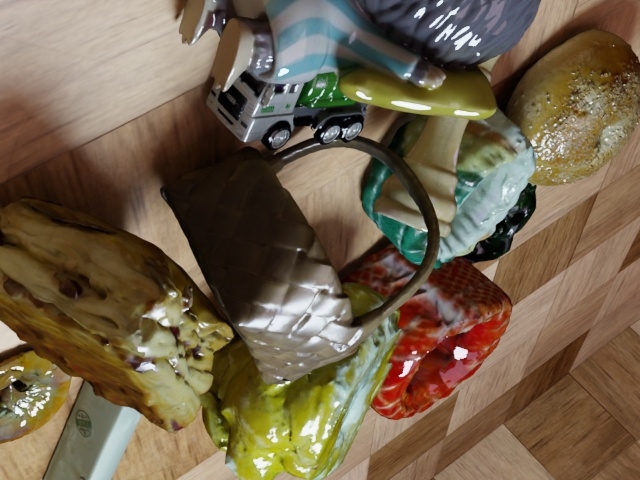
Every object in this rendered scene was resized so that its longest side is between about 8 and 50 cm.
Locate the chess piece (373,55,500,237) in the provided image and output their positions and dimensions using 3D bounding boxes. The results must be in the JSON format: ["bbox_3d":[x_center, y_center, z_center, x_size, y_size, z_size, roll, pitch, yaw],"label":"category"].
[{"bbox_3d":[0.193,-0.206,1.347,0.117,0.117,0.397,13,98,-59],"label":"chess piece"}]

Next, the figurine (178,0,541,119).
[{"bbox_3d":[0.075,-0.342,0.980,0.361,0.266,0.377,-4,125,-30],"label":"figurine"}]

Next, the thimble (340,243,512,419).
[{"bbox_3d":[0.175,0.162,1.802,0.350,0.230,0.350,-33,153,-20],"label":"thimble"}]

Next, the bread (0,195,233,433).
[{"bbox_3d":[-0.245,0.073,1.110,0.167,0.277,0.324,-58,160,-22],"label":"bread"}]

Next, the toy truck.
[{"bbox_3d":[-0.015,-0.191,1.174,0.242,0.101,0.125,-15,143,-45],"label":"toy truck"}]

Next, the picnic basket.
[{"bbox_3d":[0.000,0.000,1.249,0.337,0.293,0.337,-27,157,-13],"label":"picnic basket"}]

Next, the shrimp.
[{"bbox_3d":[-0.434,0.219,1.253,0.249,0.068,0.150,-23,135,-43],"label":"shrimp"}]

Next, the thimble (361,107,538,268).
[{"bbox_3d":[0.209,-0.102,1.533,0.254,0.167,0.288,-13,142,-47],"label":"thimble"}]

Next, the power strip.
[{"bbox_3d":[-0.345,0.306,1.461,0.062,0.091,0.385,-13,140,-48],"label":"power strip"}]

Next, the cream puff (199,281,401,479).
[{"bbox_3d":[-0.057,0.214,1.525,0.378,0.275,0.378,-54,164,-24],"label":"cream puff"}]

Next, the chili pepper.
[{"bbox_3d":[0.356,-0.044,1.870,0.148,0.116,0.264,-23,148,-39],"label":"chili pepper"}]

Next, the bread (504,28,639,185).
[{"bbox_3d":[0.451,-0.218,1.683,0.305,0.159,0.305,-31,145,-24],"label":"bread"}]
